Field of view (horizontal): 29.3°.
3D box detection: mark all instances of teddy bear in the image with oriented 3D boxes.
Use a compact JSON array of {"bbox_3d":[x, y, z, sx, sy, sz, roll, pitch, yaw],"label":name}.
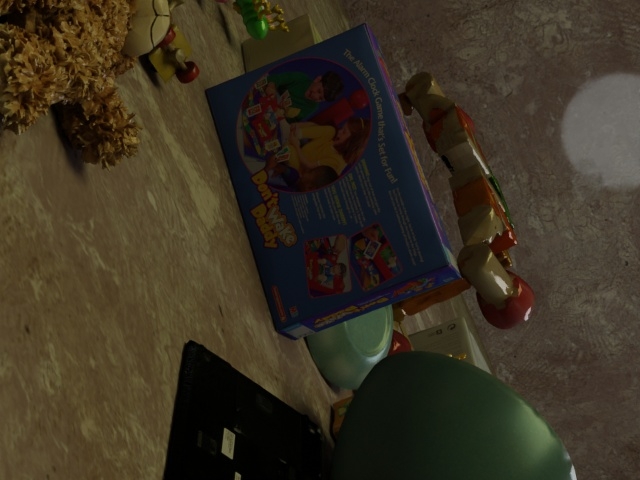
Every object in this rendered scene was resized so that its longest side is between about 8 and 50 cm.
[{"bbox_3d":[-0.209,-0.188,1.031,0.338,0.113,0.245,24,48,-75],"label":"teddy bear"}]

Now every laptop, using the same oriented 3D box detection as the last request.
[{"bbox_3d":[-0.066,0.265,1.134,0.264,0.136,0.234,37,22,-19],"label":"laptop"}]

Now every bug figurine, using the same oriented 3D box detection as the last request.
[{"bbox_3d":[-0.147,-0.419,1.861,0.279,0.072,0.216,39,24,-59],"label":"bug figurine"}]

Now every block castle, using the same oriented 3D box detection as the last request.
[{"bbox_3d":[0.150,-0.025,1.983,0.213,0.303,0.453,47,23,-48],"label":"block castle"}]

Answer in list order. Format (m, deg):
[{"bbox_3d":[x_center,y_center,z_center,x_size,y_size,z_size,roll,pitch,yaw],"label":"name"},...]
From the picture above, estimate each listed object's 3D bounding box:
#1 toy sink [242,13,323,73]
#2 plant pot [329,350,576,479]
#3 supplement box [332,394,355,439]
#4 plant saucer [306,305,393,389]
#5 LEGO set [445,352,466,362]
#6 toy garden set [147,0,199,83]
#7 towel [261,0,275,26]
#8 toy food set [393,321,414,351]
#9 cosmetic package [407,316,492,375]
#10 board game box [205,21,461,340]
[{"bbox_3d":[-0.025,-0.215,1.922,0.153,0.131,0.234,57,16,-44],"label":"toy sink"},{"bbox_3d":[0.123,0.302,1.417,0.195,0.290,0.290,-47,122,-37],"label":"plant pot"},{"bbox_3d":[0.093,0.318,1.641,0.078,0.080,0.233,-88,153,-69],"label":"supplement box"},{"bbox_3d":[0.053,0.110,1.696,0.195,0.037,0.195,9,79,-51],"label":"plant saucer"},{"bbox_3d":[0.181,0.249,1.886,0.287,0.132,0.107,12,51,-61],"label":"LEGO set"},{"bbox_3d":[-0.214,-0.308,1.408,0.244,0.049,0.204,-101,163,-46],"label":"toy garden set"},{"bbox_3d":[-0.101,-0.395,2.163,0.144,0.029,0.197,1,68,-79],"label":"towel"},{"bbox_3d":[0.096,0.122,2.158,0.192,0.038,0.132,50,14,-45],"label":"toy food set"},{"bbox_3d":[0.245,0.344,2.139,0.385,0.156,0.217,-92,158,-56],"label":"cosmetic package"},{"bbox_3d":[0.012,-0.076,1.572,0.078,0.233,0.347,39,32,-68],"label":"board game box"}]
